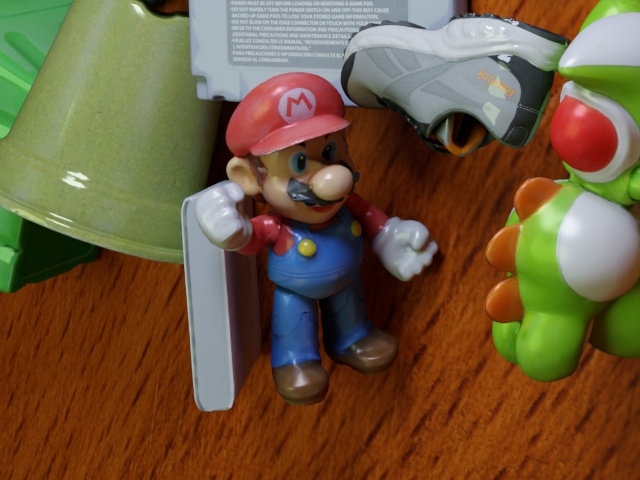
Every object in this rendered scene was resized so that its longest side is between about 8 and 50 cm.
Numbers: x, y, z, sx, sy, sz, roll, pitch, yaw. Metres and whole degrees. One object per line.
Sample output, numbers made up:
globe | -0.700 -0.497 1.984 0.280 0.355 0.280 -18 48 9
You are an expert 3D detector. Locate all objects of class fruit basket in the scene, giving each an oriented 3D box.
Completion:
fruit basket | -0.432 -0.160 1.954 0.392 0.283 0.392 12 112 33

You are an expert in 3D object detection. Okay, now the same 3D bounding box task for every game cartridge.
game cartridge | 0.005 -0.227 1.451 0.294 0.060 0.196 6 107 29

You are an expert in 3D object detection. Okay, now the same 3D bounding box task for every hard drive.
hard drive | -0.097 0.046 1.560 0.307 0.040 0.203 -58 -35 -84

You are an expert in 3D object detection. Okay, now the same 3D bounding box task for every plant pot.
plant pot | -0.215 -0.141 1.673 0.276 0.276 0.254 28 101 46

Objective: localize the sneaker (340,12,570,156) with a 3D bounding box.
sneaker | 0.095 -0.125 1.275 0.271 0.100 0.108 6 81 60

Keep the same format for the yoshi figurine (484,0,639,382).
yoshi figurine | 0.258 -0.054 1.180 0.203 0.203 0.362 23 104 4

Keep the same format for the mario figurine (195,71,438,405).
mario figurine | 0.000 0.000 1.402 0.170 0.198 0.321 1 117 23

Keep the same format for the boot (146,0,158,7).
boot | -0.226 -0.365 1.797 0.086 0.069 0.190 -18 90 45
